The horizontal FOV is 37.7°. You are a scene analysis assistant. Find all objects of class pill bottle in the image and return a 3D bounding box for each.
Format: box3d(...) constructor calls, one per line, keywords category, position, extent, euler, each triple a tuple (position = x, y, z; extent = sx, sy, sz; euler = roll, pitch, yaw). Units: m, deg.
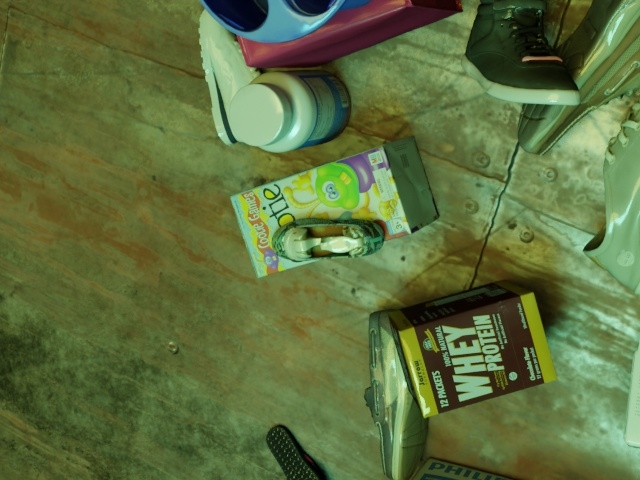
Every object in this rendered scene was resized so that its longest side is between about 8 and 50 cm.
box3d(category="pill bottle", position=(-0.049, -0.201, 1.448), extent=(0.124, 0.221, 0.124), euler=(5, 102, 25))

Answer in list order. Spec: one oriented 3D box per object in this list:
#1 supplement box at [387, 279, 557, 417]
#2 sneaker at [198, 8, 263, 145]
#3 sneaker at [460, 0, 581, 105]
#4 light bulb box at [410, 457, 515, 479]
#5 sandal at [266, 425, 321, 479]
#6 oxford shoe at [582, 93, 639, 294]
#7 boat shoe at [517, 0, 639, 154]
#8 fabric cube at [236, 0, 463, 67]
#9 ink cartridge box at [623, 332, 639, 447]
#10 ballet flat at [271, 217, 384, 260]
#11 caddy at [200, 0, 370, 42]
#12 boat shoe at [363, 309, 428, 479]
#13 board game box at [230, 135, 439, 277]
box3d(category="supplement box", position=(0.214, 0.153, 1.375), extent=(0.194, 0.191, 0.129), euler=(-16, 93, 0))
box3d(category="sneaker", position=(-0.140, -0.280, 1.563), extent=(0.095, 0.090, 0.235), euler=(-11, 99, 13))
box3d(category="sneaker", position=(0.271, -0.274, 1.257), extent=(0.105, 0.295, 0.146), euler=(2, 113, -13))
box3d(category="light bulb box", position=(0.256, 0.530, 1.373), extent=(0.358, 0.361, 0.225), euler=(10, 106, 23))
box3d(category="sandal", position=(-0.034, 0.410, 1.670), extent=(0.067, 0.040, 0.179), euler=(-38, 69, 21))
box3d(category="oxford shoe", position=(0.458, -0.140, 1.258), extent=(0.130, 0.169, 0.449), euler=(19, 113, 18))
box3d(category="boat shoe", position=(0.392, -0.237, 1.293), extent=(0.116, 0.123, 0.324), euler=(22, 130, -15))
box3d(category="fabric cube", position=(0.020, -0.411, 1.357), extent=(0.258, 0.254, 0.259), euler=(-16, 93, 27))
box3d(category="ink cartridge box", position=(0.595, 0.183, 1.312), extent=(0.296, 0.066, 0.261), euler=(6, 77, 24))
box3d(category="ballet flat", position=(0.000, 0.000, 1.393), extent=(0.188, 0.070, 0.070), euler=(-8, 97, 26))
box3d(category="caddy", position=(-0.054, -0.415, 1.152), extent=(0.241, 0.179, 0.341), euler=(-8, 97, 26))
box3d(category="boat shoe", position=(0.118, 0.250, 1.532), extent=(0.092, 0.103, 0.285), euler=(4, 98, 30))
box3d(category="board game box", position=(0.023, -0.052, 1.488), extent=(0.275, 0.144, 0.142), euler=(-16, 94, 27))
